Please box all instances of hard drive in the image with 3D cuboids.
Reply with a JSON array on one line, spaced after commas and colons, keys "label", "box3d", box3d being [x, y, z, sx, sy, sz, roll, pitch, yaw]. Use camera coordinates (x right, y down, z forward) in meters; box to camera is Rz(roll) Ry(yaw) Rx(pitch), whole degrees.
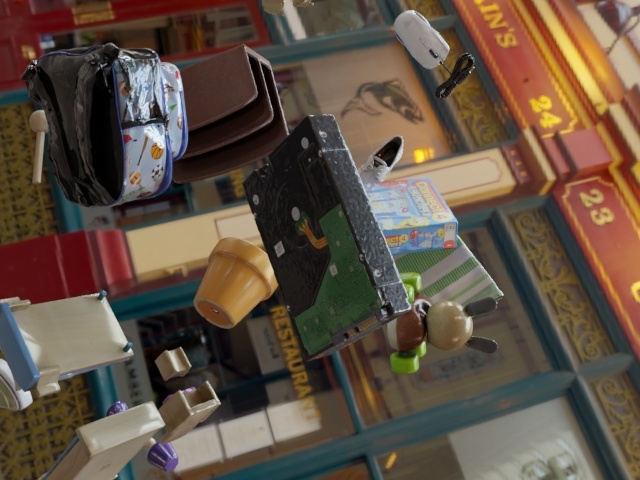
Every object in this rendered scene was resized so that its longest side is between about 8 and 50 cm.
[{"label": "hard drive", "box3d": [0.000, 0.000, 1.214, 0.237, 0.064, 0.339, -39, -114, 48]}]

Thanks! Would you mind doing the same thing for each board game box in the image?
[{"label": "board game box", "box3d": [0.216, -0.072, 2.220, 0.308, 0.301, 0.086, -108, -167, -59]}]

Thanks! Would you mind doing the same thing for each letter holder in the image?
[{"label": "letter holder", "box3d": [-0.245, -0.261, 1.642, 0.152, 0.301, 0.215, 4, 70, -73]}]

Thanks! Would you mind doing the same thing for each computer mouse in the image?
[{"label": "computer mouse", "box3d": [0.218, -0.386, 1.519, 0.193, 0.106, 0.042, 47, 18, 5]}]

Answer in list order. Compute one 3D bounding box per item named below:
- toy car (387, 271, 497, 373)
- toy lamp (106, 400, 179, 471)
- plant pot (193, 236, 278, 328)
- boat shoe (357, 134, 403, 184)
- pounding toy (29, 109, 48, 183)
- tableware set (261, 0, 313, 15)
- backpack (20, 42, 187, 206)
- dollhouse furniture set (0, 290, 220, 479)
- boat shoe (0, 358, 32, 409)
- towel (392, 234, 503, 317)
[{"label": "toy car", "box3d": [0.220, 0.146, 1.336, 0.149, 0.188, 0.155, -37, 123, -68]}, {"label": "toy lamp", "box3d": [-0.497, 0.553, 2.104, 0.274, 0.080, 0.080, 28, -45, 37]}, {"label": "plant pot", "box3d": [-0.240, 0.128, 2.034, 0.205, 0.188, 0.205, 22, -35, 16]}, {"label": "boat shoe", "box3d": [0.182, -0.233, 2.414, 0.096, 0.267, 0.088, 40, -20, 11]}, {"label": "pounding toy", "box3d": [-0.588, -0.196, 1.743, 0.110, 0.236, 0.183, -2, -96, 35]}, {"label": "tableware set", "box3d": [-0.097, -0.688, 2.007, 0.020, 0.141, 0.169, -56, 142, -59]}, {"label": "backpack", "box3d": [-0.357, -0.191, 1.281, 0.276, 0.213, 0.264, 8, -78, 45]}, {"label": "dollhouse furniture set", "box3d": [-0.389, 0.233, 1.264, 0.198, 0.286, 0.303, -46, -112, 35]}, {"label": "boat shoe", "box3d": [-0.746, 0.303, 1.618, 0.302, 0.094, 0.109, 17, -56, 30]}, {"label": "towel", "box3d": [0.351, 0.107, 2.242, 0.325, 0.247, 0.038, 58, 6, 31]}]
